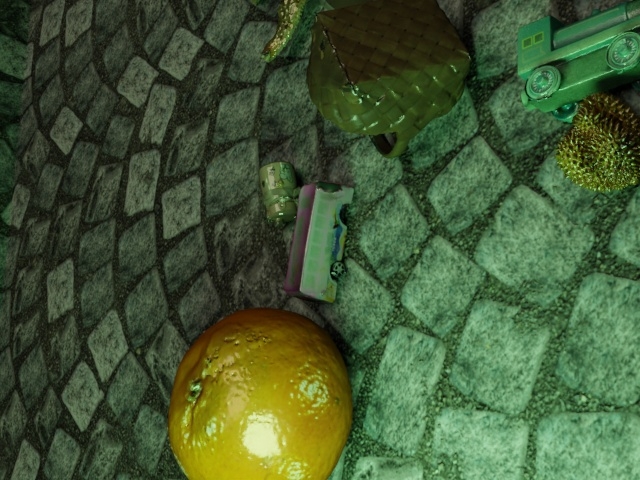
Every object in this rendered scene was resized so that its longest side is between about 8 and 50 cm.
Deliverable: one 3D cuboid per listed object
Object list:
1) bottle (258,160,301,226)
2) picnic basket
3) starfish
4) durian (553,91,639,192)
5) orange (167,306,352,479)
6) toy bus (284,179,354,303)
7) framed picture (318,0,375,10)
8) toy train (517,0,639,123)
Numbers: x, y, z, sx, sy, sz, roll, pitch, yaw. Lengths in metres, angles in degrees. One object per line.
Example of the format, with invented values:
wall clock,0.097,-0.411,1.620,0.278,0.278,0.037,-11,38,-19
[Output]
bottle,-0.093,-0.107,2.073,0.099,0.099,0.152,-27,65,37
picnic basket,0.132,-0.322,1.815,0.337,0.337,0.293,-40,57,30
starfish,-0.082,-0.700,2.257,0.432,0.082,0.324,-58,38,13
durian,0.481,-0.158,1.464,0.168,0.137,0.158,53,135,28
orange,-0.136,0.346,1.778,0.424,0.326,0.424,-18,62,39
toy bus,0.000,0.000,1.924,0.090,0.112,0.274,-6,72,53
framed picture,0.105,-0.661,2.067,0.231,0.018,0.293,53,128,42
toy train,0.488,-0.337,1.527,0.298,0.120,0.194,-16,60,42
